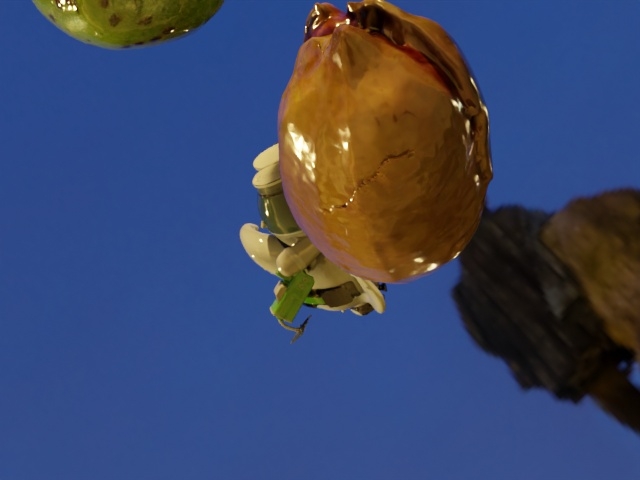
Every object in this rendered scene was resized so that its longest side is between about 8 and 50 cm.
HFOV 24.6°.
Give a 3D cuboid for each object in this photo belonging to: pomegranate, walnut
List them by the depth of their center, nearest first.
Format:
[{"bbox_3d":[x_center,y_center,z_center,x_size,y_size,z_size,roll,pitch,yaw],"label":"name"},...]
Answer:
[{"bbox_3d":[0.039,-0.054,0.892,0.137,0.137,0.245,-32,-27,-10],"label":"walnut"},{"bbox_3d":[-0.176,-0.295,1.380,0.211,0.211,0.263,-9,-37,-32],"label":"pomegranate"}]

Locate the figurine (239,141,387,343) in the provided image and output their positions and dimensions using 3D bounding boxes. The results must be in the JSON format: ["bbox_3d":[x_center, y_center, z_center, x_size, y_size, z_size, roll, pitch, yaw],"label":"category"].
[{"bbox_3d":[0.000,0.000,1.313,0.126,0.147,0.192,-30,-55,10],"label":"figurine"}]
